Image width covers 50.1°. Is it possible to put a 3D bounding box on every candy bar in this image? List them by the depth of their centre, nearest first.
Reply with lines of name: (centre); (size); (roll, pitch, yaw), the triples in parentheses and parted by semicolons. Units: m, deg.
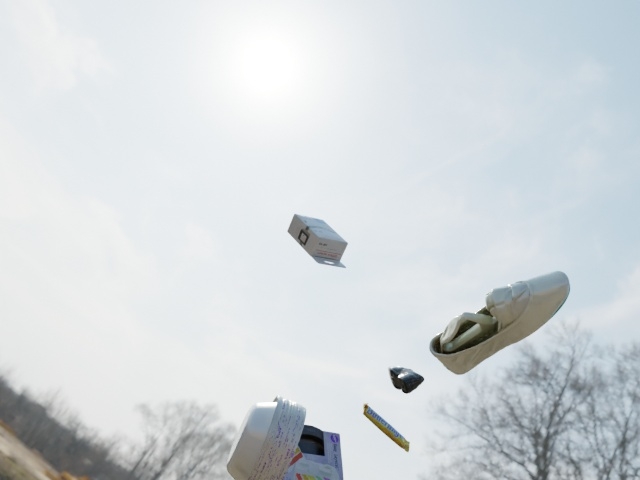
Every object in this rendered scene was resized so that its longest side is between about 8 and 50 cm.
candy bar: (0.158, 0.452, 1.657); (0.161, 0.040, 0.018); (44, -64, -11)

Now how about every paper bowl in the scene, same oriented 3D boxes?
paper bowl: (-0.158, 0.563, 1.875); (0.148, 0.284, 0.284); (24, -25, -4)

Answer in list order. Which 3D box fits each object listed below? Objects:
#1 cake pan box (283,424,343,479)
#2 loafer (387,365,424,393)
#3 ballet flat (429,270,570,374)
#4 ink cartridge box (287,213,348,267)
cake pan box: (-0.043, 0.767, 2.346); (0.245, 0.267, 0.070); (17, -48, -20)
loafer: (0.238, 0.388, 1.930); (0.170, 0.061, 0.062); (-159, -128, -73)
ballet flat: (0.413, 0.194, 1.645); (0.139, 0.139, 0.400); (40, -55, -6)
ink cartridge box: (0.000, 0.000, 1.834); (0.104, 0.060, 0.180); (11, 22, -37)
